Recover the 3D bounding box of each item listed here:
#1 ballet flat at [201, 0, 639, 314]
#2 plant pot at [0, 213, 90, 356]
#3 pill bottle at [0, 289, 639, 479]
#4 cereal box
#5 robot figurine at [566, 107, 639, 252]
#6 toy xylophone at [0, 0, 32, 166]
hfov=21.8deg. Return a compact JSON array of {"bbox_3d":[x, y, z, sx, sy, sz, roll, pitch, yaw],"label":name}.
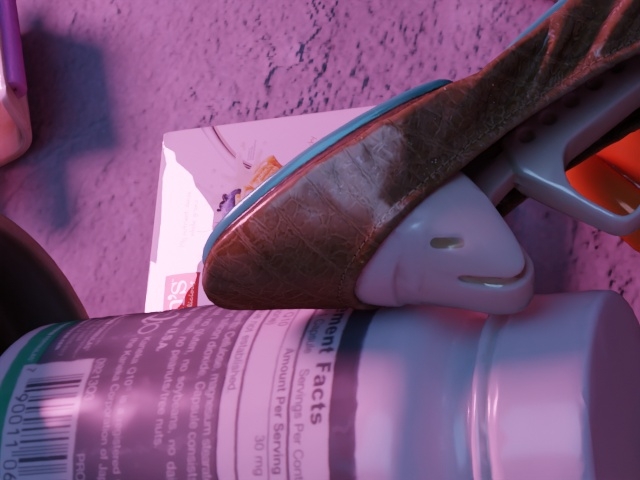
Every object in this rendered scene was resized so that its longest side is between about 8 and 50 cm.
[{"bbox_3d":[0.105,-0.039,0.854,0.342,0.116,0.124,-33,65,-10],"label":"ballet flat"},{"bbox_3d":[-0.319,0.152,1.023,0.280,0.323,0.323,-9,66,24],"label":"plant pot"},{"bbox_3d":[0.000,0.131,0.942,0.361,0.204,0.204,-7,67,23],"label":"pill bottle"},{"bbox_3d":[0.000,0.000,1.088,0.240,0.047,0.173,-6,67,24],"label":"cereal box"},{"bbox_3d":[0.211,-0.054,0.960,0.219,0.158,0.128,24,97,31],"label":"robot figurine"},{"bbox_3d":[-0.341,-0.064,1.262,0.322,0.081,0.236,-28,60,14],"label":"toy xylophone"}]
